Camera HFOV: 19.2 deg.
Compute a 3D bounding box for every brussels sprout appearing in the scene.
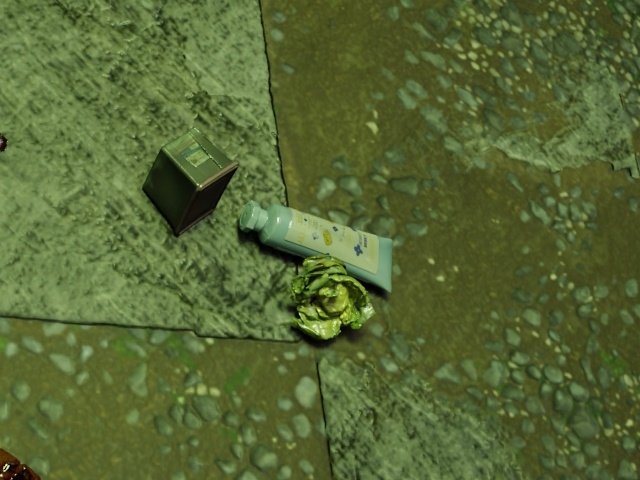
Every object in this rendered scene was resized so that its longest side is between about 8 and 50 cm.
[{"bbox_3d":[0.005,0.052,1.870,0.085,0.085,0.058,4,27,-27],"label":"brussels sprout"}]

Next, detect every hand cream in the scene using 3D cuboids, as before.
[{"bbox_3d":[0.000,0.000,1.908,0.170,0.043,0.065,18,56,-22],"label":"hand cream"}]

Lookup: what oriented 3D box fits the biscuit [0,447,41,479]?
[{"bbox_3d":[-0.307,0.254,1.591,0.192,0.049,0.192,11,62,-21],"label":"biscuit"}]

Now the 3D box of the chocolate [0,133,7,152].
[{"bbox_3d":[-0.381,-0.129,1.782,0.182,0.028,0.086,44,59,1],"label":"chocolate"}]

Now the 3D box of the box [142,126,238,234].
[{"bbox_3d":[-0.130,-0.060,1.848,0.063,0.085,0.060,44,52,10],"label":"box"}]
